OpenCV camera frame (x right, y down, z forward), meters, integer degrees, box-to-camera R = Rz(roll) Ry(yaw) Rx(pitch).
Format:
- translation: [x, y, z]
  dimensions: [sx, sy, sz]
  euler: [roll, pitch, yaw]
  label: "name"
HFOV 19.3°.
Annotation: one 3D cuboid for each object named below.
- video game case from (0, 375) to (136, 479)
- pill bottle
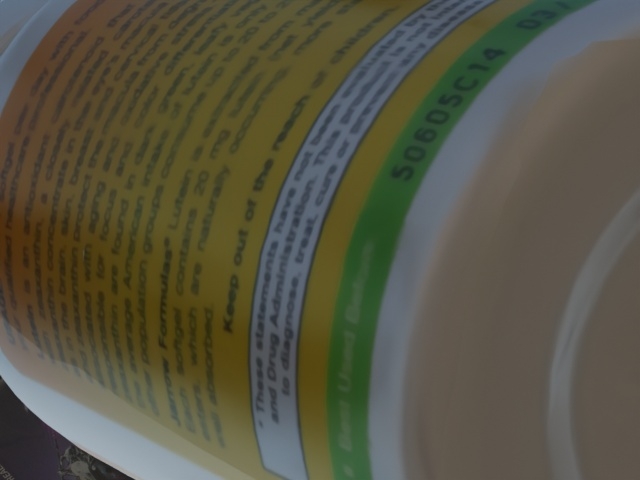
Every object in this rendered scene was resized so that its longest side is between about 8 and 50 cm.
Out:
- translation: [-0.073, 0.111, 1.055]
  dimensions: [0.274, 0.026, 0.196]
  euler: [-32, -71, 28]
  label: "video game case"
- translation: [0.000, 0.000, 0.434]
  dimensions: [0.136, 0.245, 0.136]
  euler: [-10, -74, -35]
  label: "pill bottle"
